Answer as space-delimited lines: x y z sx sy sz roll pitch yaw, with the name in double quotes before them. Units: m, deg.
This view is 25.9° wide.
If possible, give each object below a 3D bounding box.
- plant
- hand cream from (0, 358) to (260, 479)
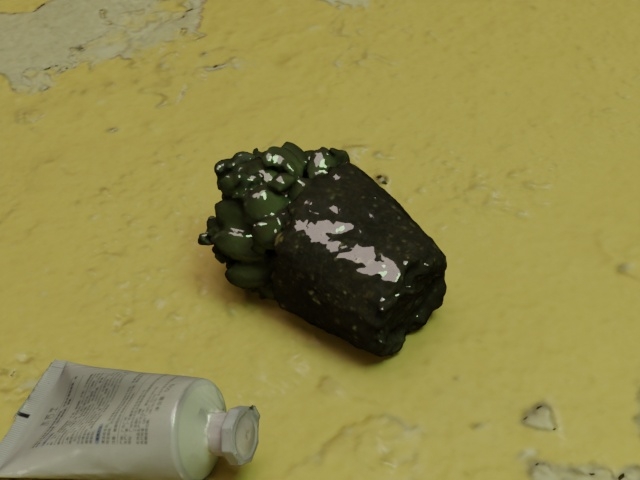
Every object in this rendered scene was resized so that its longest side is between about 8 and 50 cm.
"plant" 0.000 0.000 0.780 0.143 0.094 0.092 33 65 28
"hand cream" -0.098 0.097 0.722 0.142 0.053 0.084 -1 40 27
